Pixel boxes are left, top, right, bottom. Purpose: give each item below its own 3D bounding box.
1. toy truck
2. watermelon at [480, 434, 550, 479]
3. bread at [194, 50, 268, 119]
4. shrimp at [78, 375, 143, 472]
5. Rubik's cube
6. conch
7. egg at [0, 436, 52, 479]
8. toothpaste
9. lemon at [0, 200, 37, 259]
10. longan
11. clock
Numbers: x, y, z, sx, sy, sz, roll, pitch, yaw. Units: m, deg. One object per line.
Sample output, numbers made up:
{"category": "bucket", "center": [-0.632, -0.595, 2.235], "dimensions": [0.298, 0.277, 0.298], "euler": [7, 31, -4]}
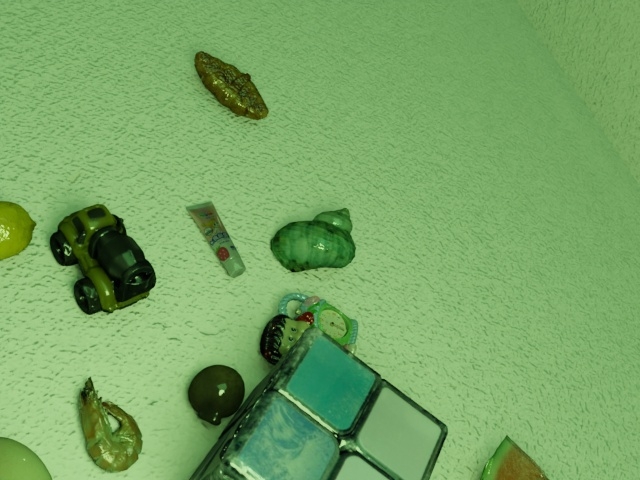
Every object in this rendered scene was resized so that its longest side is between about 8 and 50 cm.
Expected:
{"category": "toy truck", "center": [-0.407, 0.021, 1.341], "dimensions": [0.147, 0.165, 0.224], "euler": [-24, 73, -38]}
{"category": "watermelon", "center": [0.419, 0.623, 1.409], "dimensions": [0.222, 0.319, 0.292], "euler": [-33, 36, -13]}
{"category": "bread", "center": [-0.229, -0.388, 1.781], "dimensions": [0.233, 0.076, 0.105], "euler": [41, 60, -9]}
{"category": "shrimp", "center": [-0.376, 0.321, 1.240], "dimensions": [0.099, 0.041, 0.180], "euler": [-16, 68, -38]}
{"category": "Rubik's cube", "center": [-0.021, 0.399, 1.213], "dimensions": [0.318, 0.313, 0.316], "euler": [39, 48, 0]}
{"category": "conch", "center": [-0.001, -0.001, 1.625], "dimensions": [0.176, 0.122, 0.188], "euler": [32, 40, 26]}
{"category": "egg", "center": [-0.491, 0.413, 0.995], "dimensions": [0.219, 0.219, 0.269], "euler": [21, 39, -17]}
{"category": "toothpaste", "center": [-0.226, -0.006, 1.552], "dimensions": [0.067, 0.043, 0.194], "euler": [-18, 64, -34]}
{"category": "lemon", "center": [-0.596, -0.018, 1.297], "dimensions": [0.133, 0.109, 0.109], "euler": [-20, 71, -32]}
{"category": "longan", "center": [-0.197, 0.292, 1.325], "dimensions": [0.106, 0.106, 0.119], "euler": [23, 48, -15]}
{"category": "clock", "center": [-0.026, 0.206, 1.486], "dimensions": [0.195, 0.100, 0.194], "euler": [26, 46, -16]}
